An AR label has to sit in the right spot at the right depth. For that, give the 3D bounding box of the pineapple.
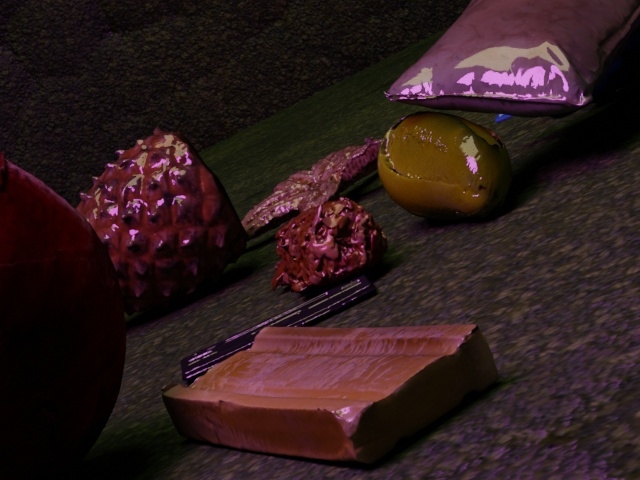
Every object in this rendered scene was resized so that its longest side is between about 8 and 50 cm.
[{"bbox_3d":[-0.242,0.047,1.429,0.364,0.165,0.165,-34,10,-3],"label":"pineapple"}]

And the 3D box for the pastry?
[{"bbox_3d":[0.002,-0.001,1.221,0.087,0.063,0.169,-26,6,-14],"label":"pastry"}]

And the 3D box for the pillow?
[{"bbox_3d":[0.198,-0.194,1.298,0.184,0.075,0.302,3,37,34],"label":"pillow"}]

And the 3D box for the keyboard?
[{"bbox_3d":[-0.032,0.064,1.124,0.155,0.010,0.053,-25,10,-1],"label":"keyboard"}]

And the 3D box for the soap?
[{"bbox_3d":[-0.004,0.083,0.865,0.092,0.037,0.252,-31,11,-25],"label":"soap"}]

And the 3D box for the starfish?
[{"bbox_3d":[-0.003,-0.045,1.575,0.235,0.062,0.277,-27,12,23],"label":"starfish"}]

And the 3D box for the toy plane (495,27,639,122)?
[{"bbox_3d":[0.282,-0.193,1.413,0.271,0.105,0.254,-36,14,-25],"label":"toy plane"}]

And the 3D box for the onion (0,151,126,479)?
[{"bbox_3d":[-0.259,0.063,0.941,0.276,0.276,0.276,-25,9,4],"label":"onion"}]

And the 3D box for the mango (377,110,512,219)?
[{"bbox_3d":[0.105,-0.055,1.234,0.091,0.074,0.165,-59,31,5],"label":"mango"}]
